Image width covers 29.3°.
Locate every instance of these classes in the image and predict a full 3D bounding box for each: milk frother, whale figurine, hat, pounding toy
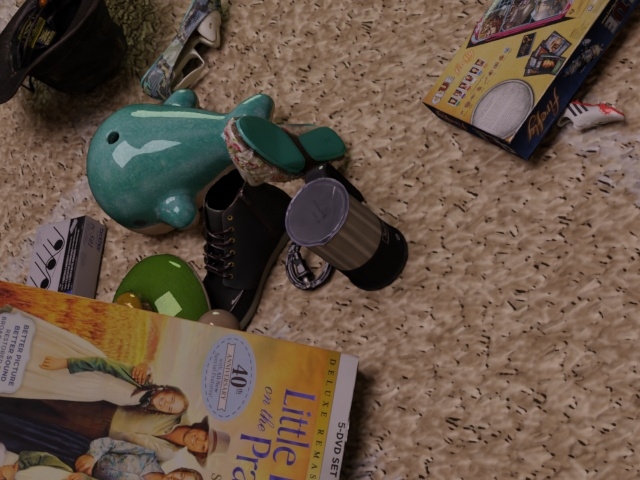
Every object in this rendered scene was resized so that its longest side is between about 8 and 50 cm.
[{"bbox_3d":[0.000,0.000,1.405,0.143,0.134,0.129,-42,49,10],"label":"milk frother"},{"bbox_3d":[-0.189,-0.119,1.597,0.272,0.141,0.216,-18,57,27],"label":"whale figurine"},{"bbox_3d":[-0.371,-0.297,1.827,0.331,0.134,0.331,-35,34,29],"label":"hat"},{"bbox_3d":[-0.210,0.120,1.463,0.237,0.110,0.183,33,115,43],"label":"pounding toy"}]

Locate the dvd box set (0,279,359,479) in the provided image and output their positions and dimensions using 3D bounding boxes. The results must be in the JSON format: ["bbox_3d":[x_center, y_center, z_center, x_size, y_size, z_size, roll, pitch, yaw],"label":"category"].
[{"bbox_3d":[-0.188,0.229,1.292,0.420,0.062,0.308,13,70,-5],"label":"dvd box set"}]

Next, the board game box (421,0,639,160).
[{"bbox_3d":[0.243,-0.224,1.397,0.243,0.042,0.165,-54,40,0],"label":"board game box"}]

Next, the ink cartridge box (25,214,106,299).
[{"bbox_3d":[-0.358,0.073,1.680,0.097,0.046,0.207,-11,61,32],"label":"ink cartridge box"}]

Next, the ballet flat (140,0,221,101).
[{"bbox_3d":[-0.179,-0.274,1.735,0.070,0.070,0.188,30,87,41],"label":"ballet flat"}]

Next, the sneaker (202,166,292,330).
[{"bbox_3d":[-0.122,0.020,1.492,0.083,0.118,0.222,19,78,40],"label":"sneaker"}]

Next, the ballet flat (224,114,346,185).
[{"bbox_3d":[-0.050,-0.095,1.438,0.077,0.241,0.091,-38,72,25],"label":"ballet flat"}]

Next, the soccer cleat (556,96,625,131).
[{"bbox_3d":[0.295,-0.135,1.340,0.083,0.029,0.036,18,86,43],"label":"soccer cleat"}]
